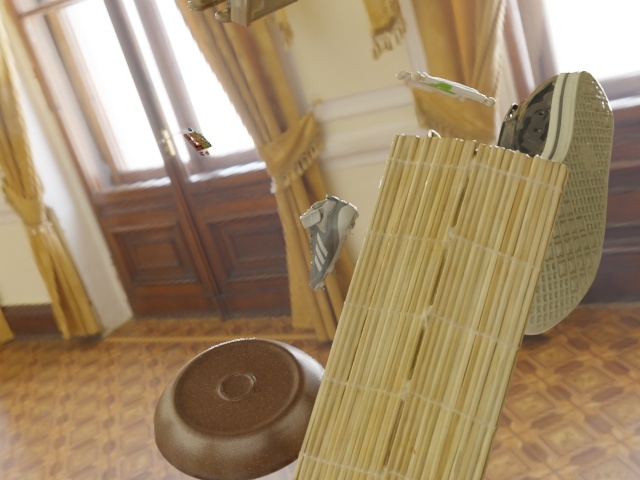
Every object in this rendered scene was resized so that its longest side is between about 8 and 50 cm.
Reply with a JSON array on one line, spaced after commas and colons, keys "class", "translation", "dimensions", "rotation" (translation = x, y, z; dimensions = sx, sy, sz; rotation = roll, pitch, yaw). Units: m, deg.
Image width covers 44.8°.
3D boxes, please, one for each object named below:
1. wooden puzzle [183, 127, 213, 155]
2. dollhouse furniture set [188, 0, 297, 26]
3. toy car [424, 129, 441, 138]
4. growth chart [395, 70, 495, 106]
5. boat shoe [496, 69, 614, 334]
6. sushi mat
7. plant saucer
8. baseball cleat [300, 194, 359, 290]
[{"class": "wooden puzzle", "translation": [-0.266, -0.217, 1.694], "dimensions": [0.049, 0.083, 0.006], "rotation": [-26, -21, -51]}, {"class": "dollhouse furniture set", "translation": [-0.181, -0.523, 1.500], "dimensions": [0.242, 0.212, 0.161], "rotation": [27, 44, 25]}, {"class": "toy car", "translation": [0.228, -0.106, 1.747], "dimensions": [0.053, 0.225, 0.239], "rotation": [12, -19, -3]}, {"class": "growth chart", "translation": [0.220, -0.267, 1.359], "dimensions": [0.171, 0.021, 0.237], "rotation": [18, 11, -8]}, {"class": "boat shoe", "translation": [0.317, -0.062, 1.153], "dimensions": [0.156, 0.187, 0.500], "rotation": [-17, 36, 41]}, {"class": "sushi mat", "translation": [0.091, 0.069, 0.644], "dimensions": [0.151, 0.317, 0.019], "rotation": [15, -7, 21]}, {"class": "plant saucer", "translation": [-0.086, 0.167, 0.834], "dimensions": [0.198, 0.036, 0.199], "rotation": [-7, 36, 5]}, {"class": "baseball cleat", "translation": [0.000, 0.000, 1.531], "dimensions": [0.109, 0.206, 0.072], "rotation": [28, 27, 4]}]
